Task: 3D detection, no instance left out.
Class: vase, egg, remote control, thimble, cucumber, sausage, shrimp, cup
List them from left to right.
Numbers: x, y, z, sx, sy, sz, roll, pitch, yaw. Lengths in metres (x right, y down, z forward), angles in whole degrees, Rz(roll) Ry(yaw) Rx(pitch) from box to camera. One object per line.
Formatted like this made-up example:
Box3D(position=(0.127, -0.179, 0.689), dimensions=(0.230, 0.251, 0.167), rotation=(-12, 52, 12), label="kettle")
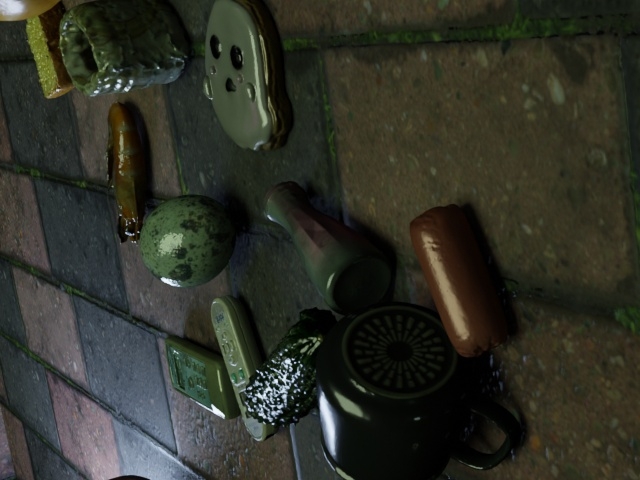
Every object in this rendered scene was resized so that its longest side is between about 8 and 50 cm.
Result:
Box3D(position=(-0.288, -0.282, 1.756), dimensions=(0.190, 0.144, 0.137), rotation=(39, 135, 49), label="thimble")
Box3D(position=(-0.331, -0.113, 2.021), dimensions=(0.150, 0.068, 0.248), rotation=(-139, 46, -66), label="shrimp")
Box3D(position=(-0.187, -0.001, 1.722), dimensions=(0.172, 0.132, 0.132), rotation=(-28, 78, 53), label="egg")
Box3D(position=(-0.193, 0.220, 1.949), dimensions=(0.233, 0.038, 0.098), rotation=(14, 115, 61), label="remote control")
Box3D(position=(-0.109, 0.186, 1.769), dimensions=(0.078, 0.042, 0.221), rotation=(-34, 75, 61), label="remote control")
Box3D(position=(-0.024, 0.152, 1.473), dimensions=(0.359, 0.096, 0.096), rotation=(119, 131, -66), label="cucumber")
Box3D(position=(0.000, 0.000, 1.432), dimensions=(0.214, 0.086, 0.086), rotation=(48, 143, 49), label="vase")
Box3D(position=(0.098, 0.181, 1.267), dimensions=(0.223, 0.169, 0.176), rotation=(26, 137, 17), label="cup")
Box3D(position=(0.139, 0.041, 1.200), dimensions=(0.062, 0.062, 0.154), rotation=(-37, 70, 61), label="sausage")

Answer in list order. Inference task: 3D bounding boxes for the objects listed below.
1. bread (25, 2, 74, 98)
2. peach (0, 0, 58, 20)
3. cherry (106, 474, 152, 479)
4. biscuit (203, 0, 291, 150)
Box3D(position=(-0.490, -0.352, 2.194), dimensions=(0.187, 0.065, 0.103), rotation=(68, 154, 11), label="bread")
Box3D(position=(-0.510, -0.503, 1.929), dimensions=(0.308, 0.289, 0.289), rotation=(35, 133, 44), label="peach")
Box3D(position=(-0.337, 0.574, 2.213), dimensions=(0.307, 0.221, 0.261), rotation=(34, 137, 28), label="cherry")
Box3D(position=(-0.104, -0.217, 1.549), dimensions=(0.181, 0.049, 0.208), rotation=(16, 119, 58), label="biscuit")
